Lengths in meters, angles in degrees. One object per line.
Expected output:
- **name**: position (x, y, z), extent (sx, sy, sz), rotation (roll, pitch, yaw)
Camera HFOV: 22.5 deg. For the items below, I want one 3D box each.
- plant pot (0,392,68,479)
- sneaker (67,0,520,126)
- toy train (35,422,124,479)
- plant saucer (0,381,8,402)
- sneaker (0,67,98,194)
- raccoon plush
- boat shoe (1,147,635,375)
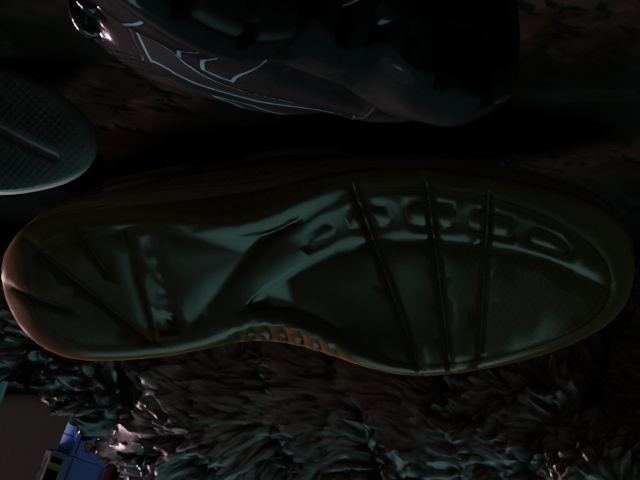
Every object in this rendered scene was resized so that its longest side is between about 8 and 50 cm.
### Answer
- **plant pot**: position (-0.268, 0.194, 1.488), extent (0.096, 0.109, 0.109), rotation (-13, 165, -2)
- **sneaker**: position (-0.040, -0.082, 0.459), extent (0.106, 0.101, 0.267), rotation (-7, 163, 32)
- **toy train**: position (-0.147, 0.153, 1.194), extent (0.105, 0.184, 0.080), rotation (21, 172, -5)
- **plant saucer**: position (-0.279, 0.082, 0.978), extent (0.037, 0.195, 0.195), rotation (32, -172, 39)
- **sneaker**: position (-0.165, -0.046, 0.700), extent (0.152, 0.053, 0.061), rotation (3, 175, 14)
- **raccoon plush**: position (-0.003, 0.088, 0.926), extent (0.446, 0.216, 0.299), rotation (14, 152, -40)
- **boat shoe**: position (0.000, 0.000, 0.789), extent (0.302, 0.109, 0.098), rotation (-3, -156, 11)
